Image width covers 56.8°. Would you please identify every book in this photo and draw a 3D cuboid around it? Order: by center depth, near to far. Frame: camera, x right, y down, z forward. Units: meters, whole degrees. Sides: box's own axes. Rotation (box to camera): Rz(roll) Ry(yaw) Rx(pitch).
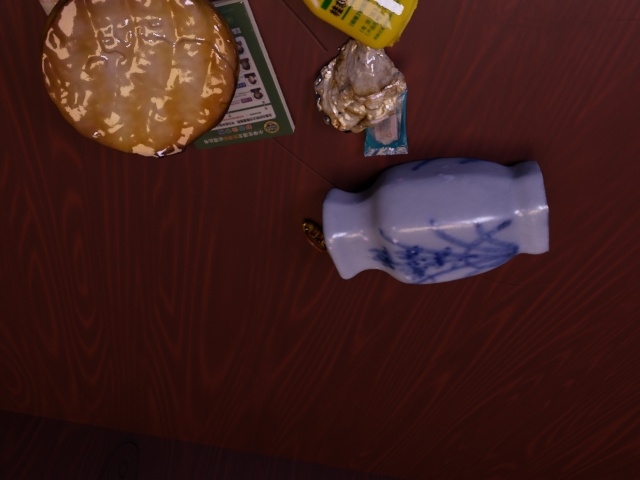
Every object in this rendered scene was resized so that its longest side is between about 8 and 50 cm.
[{"bbox_3d":[-0.178,-0.277,1.025,0.202,0.027,0.264,-7,137,15],"label":"book"}]

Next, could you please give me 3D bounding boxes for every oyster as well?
[{"bbox_3d":[0.060,-0.259,0.973,0.163,0.081,0.191,-2,119,19],"label":"oyster"}]

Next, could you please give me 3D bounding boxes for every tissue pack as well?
[{"bbox_3d":[0.114,-0.214,1.062,0.085,0.028,0.138,-2,134,6],"label":"tissue pack"}]

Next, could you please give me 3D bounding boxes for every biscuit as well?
[{"bbox_3d":[-0.275,-0.271,0.918,0.296,0.102,0.296,-11,136,-11],"label":"biscuit"}]

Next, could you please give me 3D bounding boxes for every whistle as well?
[{"bbox_3d":[-0.002,0.002,1.306,0.109,0.057,0.046,35,153,-29],"label":"whistle"}]

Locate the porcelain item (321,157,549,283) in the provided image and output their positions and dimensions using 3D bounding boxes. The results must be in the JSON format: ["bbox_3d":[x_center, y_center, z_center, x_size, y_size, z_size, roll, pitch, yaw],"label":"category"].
[{"bbox_3d":[0.219,-0.034,1.140,0.405,0.178,0.242,-7,138,16],"label":"porcelain item"}]

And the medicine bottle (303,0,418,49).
[{"bbox_3d":[-0.009,-0.385,0.839,0.309,0.076,0.111,24,116,-17],"label":"medicine bottle"}]

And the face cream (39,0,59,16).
[{"bbox_3d":[-0.384,-0.359,0.916,0.082,0.082,0.269,-4,139,12],"label":"face cream"}]
